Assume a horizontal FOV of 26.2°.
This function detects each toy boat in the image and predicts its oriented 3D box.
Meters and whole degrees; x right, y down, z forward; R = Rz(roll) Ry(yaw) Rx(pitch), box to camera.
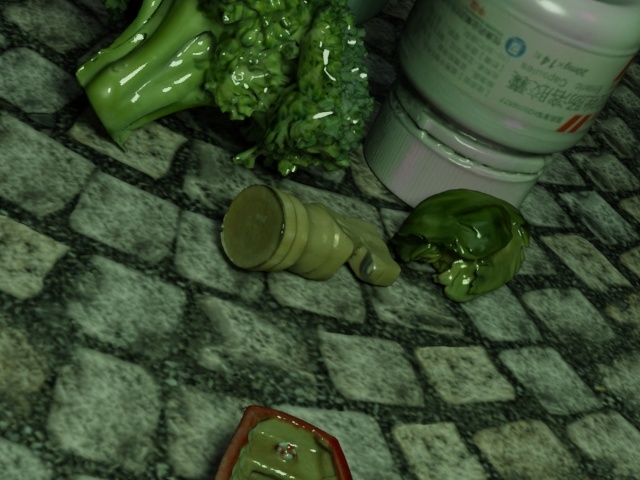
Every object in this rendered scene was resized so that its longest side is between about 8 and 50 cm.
[{"bbox_3d":[-0.034,0.268,0.996,0.136,0.079,0.392,23,30,-13],"label":"toy boat"}]

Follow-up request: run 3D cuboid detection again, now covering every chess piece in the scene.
[{"bbox_3d":[0.000,0.000,1.427,0.200,0.090,0.090,12,33,-46],"label":"chess piece"}]

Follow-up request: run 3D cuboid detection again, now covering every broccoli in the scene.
[{"bbox_3d":[-0.110,-0.240,1.500,0.317,0.338,0.277,-3,8,-9],"label":"broccoli"}]

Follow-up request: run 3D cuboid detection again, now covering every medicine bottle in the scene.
[{"bbox_3d":[0.210,-0.197,1.632,0.256,0.325,0.256,21,30,-13],"label":"medicine bottle"}]

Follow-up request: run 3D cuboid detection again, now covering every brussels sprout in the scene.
[{"bbox_3d":[0.161,-0.007,1.543,0.139,0.100,0.181,29,45,33],"label":"brussels sprout"}]

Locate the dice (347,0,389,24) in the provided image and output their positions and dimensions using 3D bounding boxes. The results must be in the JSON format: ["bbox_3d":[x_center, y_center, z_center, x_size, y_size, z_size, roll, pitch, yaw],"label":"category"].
[{"bbox_3d":[0.017,-0.483,1.957,0.262,0.265,0.268,33,32,9],"label":"dice"}]
